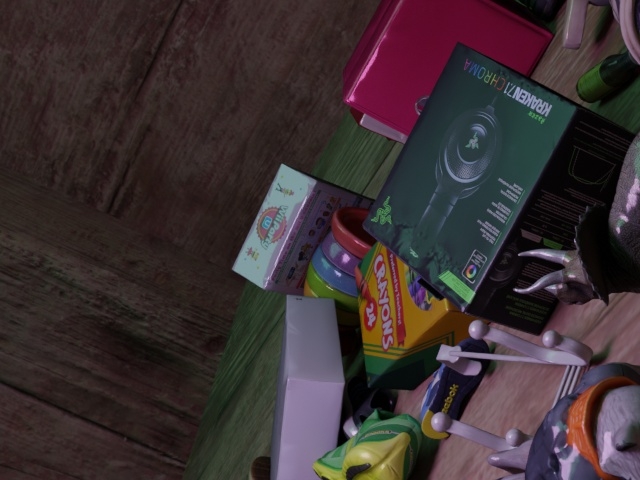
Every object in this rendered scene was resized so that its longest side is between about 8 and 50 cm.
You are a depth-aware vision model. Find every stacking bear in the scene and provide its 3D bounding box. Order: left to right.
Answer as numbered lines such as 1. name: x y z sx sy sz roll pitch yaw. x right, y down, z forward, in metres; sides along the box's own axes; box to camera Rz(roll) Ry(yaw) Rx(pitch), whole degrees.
1. stacking bear: 0.043 0.098 2.178 0.175 0.164 0.289 -83 16 -64

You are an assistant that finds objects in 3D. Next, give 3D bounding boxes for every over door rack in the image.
1. over door rack: 0.152 0.217 1.307 0.239 0.108 0.324 -66 13 -14

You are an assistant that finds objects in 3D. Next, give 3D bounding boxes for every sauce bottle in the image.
1. sauce bottle: 0.368 -0.211 1.494 0.042 0.042 0.128 -68 12 -19

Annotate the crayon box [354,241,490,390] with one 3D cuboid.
1. crayon box: 0.150 0.059 1.673 0.318 0.081 0.202 127 144 -52

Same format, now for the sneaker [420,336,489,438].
1. sneaker: 0.168 0.183 1.532 0.144 0.053 0.059 -62 7 13

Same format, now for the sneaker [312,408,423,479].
1. sneaker: 0.077 0.306 1.642 0.123 0.109 0.295 -44 -1 -22

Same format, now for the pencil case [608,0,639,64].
1. pencil case: 0.388 -0.322 1.301 0.410 0.160 0.183 -80 3 -59

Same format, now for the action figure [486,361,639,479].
1. action figure: 0.194 0.227 0.909 0.330 0.178 0.341 111 180 -53

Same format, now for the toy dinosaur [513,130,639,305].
1. toy dinosaur: 0.309 -0.042 0.992 0.121 0.160 0.313 -88 24 -67

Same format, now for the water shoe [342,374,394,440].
1. water shoe: 0.082 0.258 1.836 0.080 0.073 0.203 -36 17 12

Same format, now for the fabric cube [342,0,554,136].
1. fabric cube: 0.207 -0.317 2.023 0.258 0.254 0.259 -60 10 19

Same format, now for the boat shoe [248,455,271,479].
1. boat shoe: -0.078 0.460 2.020 0.285 0.104 0.089 -105 30 -72

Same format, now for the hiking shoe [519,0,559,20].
1. hiking shoe: 0.342 -0.433 1.996 0.086 0.114 0.227 -63 9 13

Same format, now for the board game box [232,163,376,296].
1. board game box: 0.000 0.000 2.266 0.303 0.097 0.224 18 -80 -54

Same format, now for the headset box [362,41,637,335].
1. headset box: 0.206 -0.057 1.423 0.283 0.131 0.246 -63 37 13

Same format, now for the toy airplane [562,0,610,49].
1. toy airplane: 0.393 -0.512 1.632 0.384 0.272 0.386 -59 -33 -39

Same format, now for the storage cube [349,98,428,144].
1. storage cube: 0.182 -0.281 2.278 0.215 0.184 0.193 -63 10 11

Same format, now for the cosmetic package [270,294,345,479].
1. cosmetic package: -0.026 0.285 1.958 0.377 0.097 0.284 -96 10 -73
